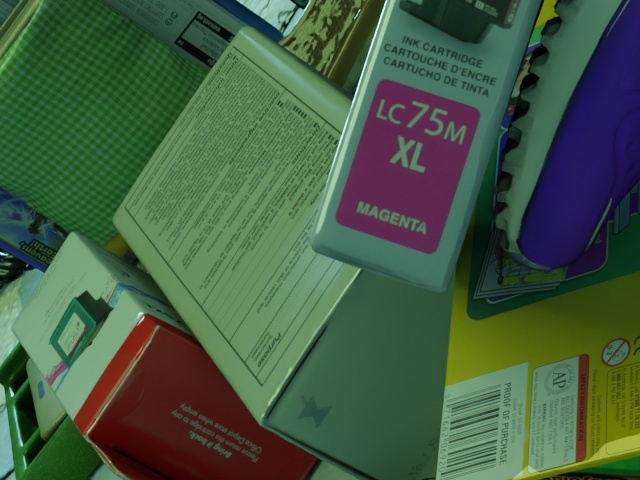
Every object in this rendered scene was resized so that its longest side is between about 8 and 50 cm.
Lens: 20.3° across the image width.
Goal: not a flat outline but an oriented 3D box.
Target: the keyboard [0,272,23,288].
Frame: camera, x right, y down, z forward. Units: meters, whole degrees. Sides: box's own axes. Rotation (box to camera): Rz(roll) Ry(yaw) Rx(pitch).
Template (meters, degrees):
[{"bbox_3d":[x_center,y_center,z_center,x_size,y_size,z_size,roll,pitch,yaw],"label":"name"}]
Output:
[{"bbox_3d":[-0.281,0.003,1.545,0.192,0.038,0.100,-44,31,26],"label":"keyboard"}]

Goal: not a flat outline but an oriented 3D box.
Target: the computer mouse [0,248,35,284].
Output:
[{"bbox_3d":[-0.178,-0.098,1.444,0.272,0.072,0.188,-47,36,26],"label":"computer mouse"}]

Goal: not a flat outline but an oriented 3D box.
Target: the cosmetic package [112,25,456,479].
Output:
[{"bbox_3d":[0.000,0.000,1.021,0.160,0.113,0.309,-55,29,6],"label":"cosmetic package"}]

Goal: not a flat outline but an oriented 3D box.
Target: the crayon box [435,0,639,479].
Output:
[{"bbox_3d":[0.148,-0.002,0.785,0.165,0.081,0.278,-19,45,32],"label":"crayon box"}]

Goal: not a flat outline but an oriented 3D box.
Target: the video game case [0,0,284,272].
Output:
[{"bbox_3d":[-0.197,-0.116,1.283,0.244,0.269,0.061,-50,28,14],"label":"video game case"}]

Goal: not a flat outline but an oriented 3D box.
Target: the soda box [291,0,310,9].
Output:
[{"bbox_3d":[0.025,-0.223,1.262,0.169,0.053,0.060,-17,49,50],"label":"soda box"}]

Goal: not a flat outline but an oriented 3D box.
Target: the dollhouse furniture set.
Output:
[{"bbox_3d":[-0.183,0.000,1.221,0.301,0.197,0.151,-52,27,14],"label":"dollhouse furniture set"}]

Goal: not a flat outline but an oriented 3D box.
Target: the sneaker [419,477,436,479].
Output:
[{"bbox_3d":[0.051,0.142,0.854,0.162,0.063,0.073,-16,46,51],"label":"sneaker"}]

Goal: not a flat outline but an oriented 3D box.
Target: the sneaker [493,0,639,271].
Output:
[{"bbox_3d":[0.178,-0.100,0.692,0.293,0.146,0.102,-63,-3,12],"label":"sneaker"}]

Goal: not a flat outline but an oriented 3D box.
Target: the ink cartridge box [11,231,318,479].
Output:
[{"bbox_3d":[-0.084,0.088,1.044,0.078,0.134,0.231,-57,29,2],"label":"ink cartridge box"}]

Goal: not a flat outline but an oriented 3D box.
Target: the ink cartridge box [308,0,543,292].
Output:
[{"bbox_3d":[0.071,-0.136,0.719,0.186,0.065,0.311,-14,-60,-87],"label":"ink cartridge box"}]

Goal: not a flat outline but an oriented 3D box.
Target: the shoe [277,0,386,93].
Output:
[{"bbox_3d":[0.000,-0.114,1.205,0.076,0.058,0.219,44,107,30],"label":"shoe"}]
